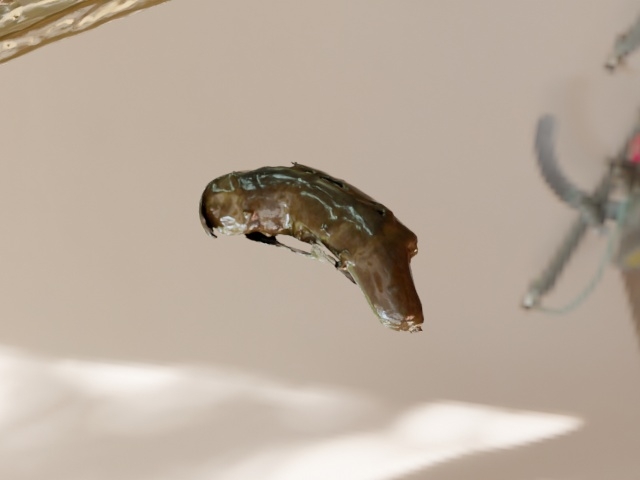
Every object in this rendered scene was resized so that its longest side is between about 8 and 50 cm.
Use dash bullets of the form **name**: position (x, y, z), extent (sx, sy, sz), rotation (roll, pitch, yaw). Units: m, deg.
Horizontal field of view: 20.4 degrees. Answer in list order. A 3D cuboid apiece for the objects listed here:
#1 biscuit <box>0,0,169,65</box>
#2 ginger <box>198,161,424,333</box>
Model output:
- **biscuit**: position (-0.070, -0.156, 0.751), extent (0.062, 0.291, 0.237), rotation (64, 166, 8)
- **ginger**: position (0.004, -0.012, 2.091), extent (0.133, 0.309, 0.107), rotation (-56, -28, -22)
